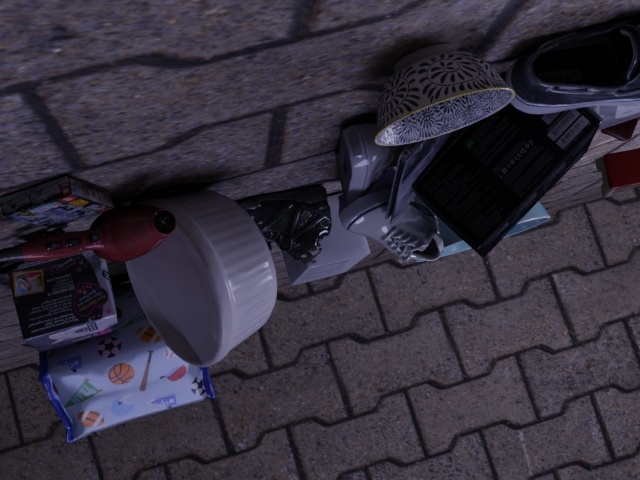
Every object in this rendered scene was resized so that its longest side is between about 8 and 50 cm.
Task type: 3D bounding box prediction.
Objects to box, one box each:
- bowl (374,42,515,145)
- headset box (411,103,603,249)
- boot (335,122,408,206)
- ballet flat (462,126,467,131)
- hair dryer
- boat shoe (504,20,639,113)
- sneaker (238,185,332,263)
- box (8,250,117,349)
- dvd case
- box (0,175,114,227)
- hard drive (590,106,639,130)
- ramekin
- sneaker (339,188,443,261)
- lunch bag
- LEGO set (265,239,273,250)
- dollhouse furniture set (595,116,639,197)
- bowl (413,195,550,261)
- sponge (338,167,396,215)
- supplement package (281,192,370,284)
[{"bbox_3d":[0.132,-0.177,0.987,0.170,0.080,0.170,-16,172,-2],"label":"bowl"},{"bbox_3d":[0.283,-0.108,1.290,0.246,0.131,0.283,-47,168,7],"label":"headset box"},{"bbox_3d":[0.093,-0.118,1.276,0.123,0.095,0.258,-13,173,-4],"label":"boot"},{"bbox_3d":[0.236,-0.182,1.377,0.173,0.049,0.057,-7,123,-56],"label":"ballet flat"},{"bbox_3d":[-0.328,0.013,1.171,0.294,0.080,0.223,-17,-171,11],"label":"hair dryer"},{"bbox_3d":[0.392,-0.234,1.092,0.301,0.108,0.102,-9,173,-8],"label":"boat shoe"},{"bbox_3d":[-0.078,-0.017,1.518,0.228,0.130,0.087,-11,169,-27],"label":"sneaker"},{"bbox_3d":[-0.458,0.109,1.538,0.163,0.142,0.247,-15,173,-15],"label":"box"},{"bbox_3d":[0.154,-0.123,1.183,0.164,0.018,0.221,-49,168,-16],"label":"dvd case"},{"bbox_3d":[-0.337,-0.047,1.094,0.094,0.027,0.137,-18,173,6],"label":"box"},{"bbox_3d":[0.533,-0.259,1.353,0.237,0.064,0.339,-19,173,15],"label":"hard drive"},{"bbox_3d":[-0.181,0.047,1.298,0.127,0.272,0.273,-25,179,-35],"label":"ramekin"},{"bbox_3d":[0.128,-0.017,1.345,0.094,0.091,0.258,-40,154,27],"label":"sneaker"},{"bbox_3d":[-0.429,0.216,1.833,0.328,0.238,0.385,-15,-148,-14],"label":"lunch bag"},{"bbox_3d":[-0.200,0.001,1.770,0.244,0.060,0.182,-3,171,-26],"label":"LEGO set"},{"bbox_3d":[0.690,-0.219,1.531,0.374,0.201,0.152,-11,173,1],"label":"dollhouse furniture set"},{"bbox_3d":[0.332,-0.075,1.874,0.312,0.163,0.311,-16,173,-2],"label":"bowl"},{"bbox_3d":[0.087,-0.079,1.466,0.117,0.031,0.210,-30,-170,7],"label":"sponge"},{"bbox_3d":[0.000,0.000,1.770,0.134,0.139,0.244,-14,173,-12],"label":"supplement package"}]
